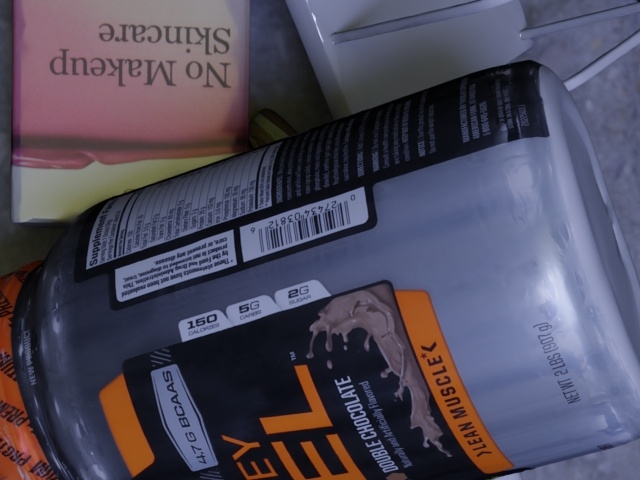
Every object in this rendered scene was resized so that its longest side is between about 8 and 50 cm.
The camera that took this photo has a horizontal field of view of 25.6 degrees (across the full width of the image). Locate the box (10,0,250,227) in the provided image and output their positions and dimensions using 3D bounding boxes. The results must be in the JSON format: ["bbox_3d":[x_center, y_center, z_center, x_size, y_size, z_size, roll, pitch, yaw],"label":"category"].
[{"bbox_3d":[-0.122,-0.123,0.907,0.149,0.127,0.232,0,90,-9],"label":"box"}]

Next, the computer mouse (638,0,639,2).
[{"bbox_3d":[0.263,-0.204,0.992,0.188,0.072,0.272,-43,96,-7],"label":"computer mouse"}]

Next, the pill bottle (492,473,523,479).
[{"bbox_3d":[-0.012,0.179,0.915,0.265,0.153,0.153,-26,94,-7],"label":"pill bottle"}]

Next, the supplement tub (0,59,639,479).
[{"bbox_3d":[-0.005,0.048,0.764,0.338,0.207,0.207,-18,94,17],"label":"supplement tub"}]

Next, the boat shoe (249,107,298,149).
[{"bbox_3d":[0.000,0.000,0.961,0.072,0.068,0.190,-38,96,5],"label":"boat shoe"}]

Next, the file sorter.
[{"bbox_3d":[0.083,-0.222,0.854,0.193,0.173,0.277,-35,109,-38],"label":"file sorter"}]
